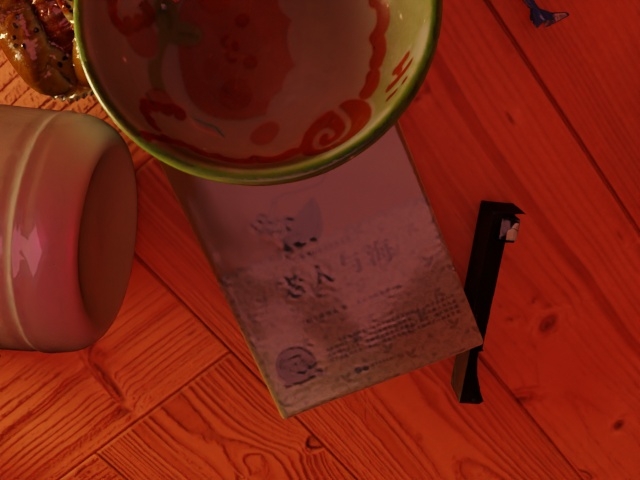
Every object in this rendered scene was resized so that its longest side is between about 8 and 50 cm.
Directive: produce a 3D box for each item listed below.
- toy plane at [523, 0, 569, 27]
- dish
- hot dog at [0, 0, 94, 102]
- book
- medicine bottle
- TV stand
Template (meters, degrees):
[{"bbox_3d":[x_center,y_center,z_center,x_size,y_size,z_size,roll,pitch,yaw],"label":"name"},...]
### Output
[{"bbox_3d":[0.190,-0.284,0.602,0.167,0.054,0.062,46,77,-14],"label":"toy plane"},{"bbox_3d":[-0.054,-0.200,0.564,0.325,0.124,0.323,0,83,2],"label":"dish"},{"bbox_3d":[-0.275,-0.270,0.566,0.145,0.075,0.267,-6,117,11],"label":"hot dog"},{"bbox_3d":[0.000,0.000,0.677,0.269,0.032,0.388,-23,101,6],"label":"book"},{"bbox_3d":[-0.359,-0.018,0.576,0.302,0.241,0.241,5,109,-3],"label":"medicine bottle"},{"bbox_3d":[0.202,0.081,0.725,0.040,0.049,0.256,5,109,-4],"label":"TV stand"}]
